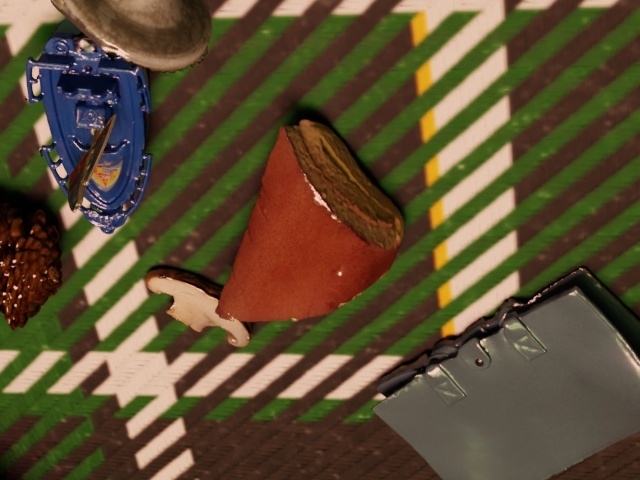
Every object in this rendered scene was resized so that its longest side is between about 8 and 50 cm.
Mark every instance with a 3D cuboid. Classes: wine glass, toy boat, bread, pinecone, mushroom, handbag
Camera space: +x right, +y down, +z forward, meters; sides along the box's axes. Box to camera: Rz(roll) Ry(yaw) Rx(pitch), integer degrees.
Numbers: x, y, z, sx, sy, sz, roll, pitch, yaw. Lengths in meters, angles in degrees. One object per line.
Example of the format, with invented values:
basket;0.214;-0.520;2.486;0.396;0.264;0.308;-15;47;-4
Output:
wine glass;-0.062;-0.219;0.910;0.126;0.126;0.241;30;133;-16
toy boat;-0.164;-0.061;1.080;0.091;0.110;0.175;5;134;7
bread;0.000;0.000;1.131;0.119;0.067;0.192;16;132;-4
pinecone;-0.250;0.010;1.179;0.109;0.102;0.102;45;130;7
mushroom;-0.096;0.052;1.230;0.101;0.019;0.049;35;128;-17
handbag;0.163;0.120;1.223;0.144;0.057;0.221;44;126;-17
